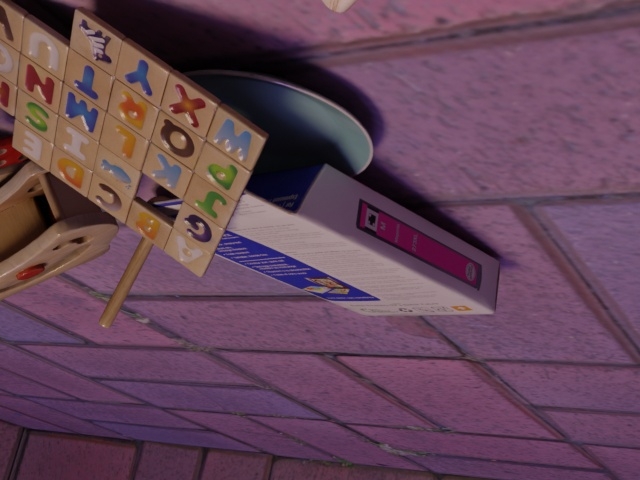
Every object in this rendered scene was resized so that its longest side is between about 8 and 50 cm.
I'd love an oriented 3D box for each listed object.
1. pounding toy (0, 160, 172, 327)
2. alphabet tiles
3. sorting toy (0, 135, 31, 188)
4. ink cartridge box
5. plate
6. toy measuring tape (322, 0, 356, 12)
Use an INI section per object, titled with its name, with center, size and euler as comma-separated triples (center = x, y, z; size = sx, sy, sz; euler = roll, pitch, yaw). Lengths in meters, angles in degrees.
[pounding toy]
center = -0.266, 0.018, 0.931
size = 0.269, 0.155, 0.154
euler = -24, 173, -5
[alphabet tiles]
center = -0.164, -0.087, 0.724
size = 0.237, 0.009, 0.198
euler = 34, 143, 2
[sorting toy]
center = -0.351, -0.054, 0.945
size = 0.132, 0.046, 0.274
euler = -20, 168, -22
[ink cartridge box]
center = 0.000, 0.000, 0.898
size = 0.176, 0.069, 0.371
euler = -5, 161, 41
[plate]
center = -0.047, -0.096, 0.778
size = 0.188, 0.024, 0.188
euler = 11, 161, 4
[toy measuring tape]
center = -0.129, -0.165, 0.517
size = 0.330, 0.121, 0.121
euler = 19, 158, -19
